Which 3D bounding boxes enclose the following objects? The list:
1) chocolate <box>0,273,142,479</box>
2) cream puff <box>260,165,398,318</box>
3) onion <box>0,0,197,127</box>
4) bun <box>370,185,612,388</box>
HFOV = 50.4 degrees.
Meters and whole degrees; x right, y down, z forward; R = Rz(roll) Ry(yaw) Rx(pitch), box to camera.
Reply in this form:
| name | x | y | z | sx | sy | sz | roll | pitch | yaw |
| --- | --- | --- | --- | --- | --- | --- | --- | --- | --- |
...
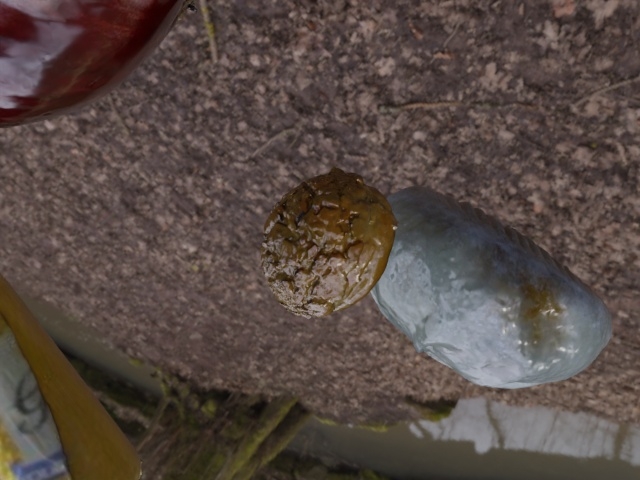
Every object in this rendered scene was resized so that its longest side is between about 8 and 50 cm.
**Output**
| name | x | y | z | sx | sy | sz | roll | pitch | yaw |
| --- | --- | --- | --- | --- | --- | --- | --- | --- | --- |
| chocolate | -0.357 | 0.123 | 0.682 | 0.162 | 0.162 | 0.446 | -7 | 118 | 46 |
| cream puff | 0.000 | 0.000 | 0.725 | 0.115 | 0.165 | 0.150 | 26 | 168 | -35 |
| onion | -0.192 | -0.193 | 0.360 | 0.284 | 0.273 | 0.273 | 9 | 162 | -34 |
| bun | 0.219 | 0.077 | 0.964 | 0.361 | 0.211 | 0.362 | 29 | -175 | -3 |
